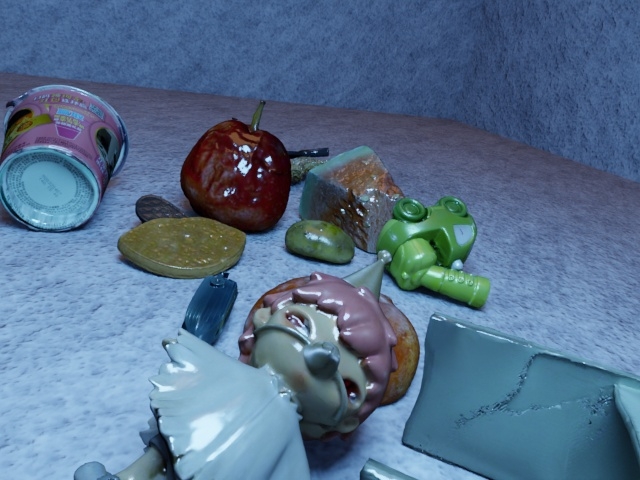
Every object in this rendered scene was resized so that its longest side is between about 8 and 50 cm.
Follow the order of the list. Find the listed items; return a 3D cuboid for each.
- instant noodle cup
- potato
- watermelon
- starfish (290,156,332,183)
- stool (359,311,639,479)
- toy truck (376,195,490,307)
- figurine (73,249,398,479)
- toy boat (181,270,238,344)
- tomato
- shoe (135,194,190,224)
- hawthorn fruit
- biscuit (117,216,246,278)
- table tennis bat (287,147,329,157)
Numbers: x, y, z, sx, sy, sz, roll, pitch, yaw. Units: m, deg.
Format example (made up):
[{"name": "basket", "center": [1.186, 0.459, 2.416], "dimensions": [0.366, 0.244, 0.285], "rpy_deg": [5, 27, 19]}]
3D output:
[{"name": "instant noodle cup", "center": [-0.490, -0.148, 0.990], "dimensions": [0.243, 0.244, 0.255], "rpy_deg": [2, 29, -19]}, {"name": "potato", "center": [0.000, 0.000, 1.003], "dimensions": [0.137, 0.070, 0.092], "rpy_deg": [9, 22, -2]}, {"name": "watermelon", "center": [0.085, -0.071, 1.116], "dimensions": [0.139, 0.193, 0.257], "rpy_deg": [-8, 42, -37]}, {"name": "starfish", "center": [-0.085, -0.191, 1.416], "dimensions": [0.293, 0.084, 0.301], "rpy_deg": [-6, 19, -43]}, {"name": "stool", "center": [0.176, 0.213, 0.407], "dimensions": [0.269, 0.171, 0.243], "rpy_deg": [17, 22, 19]}, {"name": "toy truck", "center": [0.198, 0.025, 0.952], "dimensions": [0.186, 0.148, 0.211], "rpy_deg": [8, 46, -10]}, {"name": "figurine", "center": [-0.019, 0.125, 0.486], "dimensions": [0.386, 0.166, 0.207], "rpy_deg": [-34, 78, -37]}, {"name": "toy boat", "center": [-0.152, 0.100, 0.707], "dimensions": [0.055, 0.060, 0.141], "rpy_deg": [11, 28, 1]}, {"name": "tomato", "center": [0.017, 0.114, 0.693], "dimensions": [0.236, 0.095, 0.237], "rpy_deg": [8, 21, -3]}, {"name": "shoe", "center": [-0.269, -0.016, 0.969], "dimensions": [0.179, 0.049, 0.071], "rpy_deg": [31, 41, 7]}, {"name": "hawthorn fruit", "center": [-0.162, -0.158, 1.085], "dimensions": [0.230, 0.266, 0.210], "rpy_deg": [17, 4, 10]}, {"name": "biscuit", "center": [-0.227, 0.011, 0.895], "dimensions": [0.220, 0.029, 0.142], "rpy_deg": [-5, 42, -31]}, {"name": "table tennis bat", "center": [-0.091, -0.259, 1.598], "dimensions": [0.236, 0.027, 0.150], "rpy_deg": [-4, 4, 4]}]
